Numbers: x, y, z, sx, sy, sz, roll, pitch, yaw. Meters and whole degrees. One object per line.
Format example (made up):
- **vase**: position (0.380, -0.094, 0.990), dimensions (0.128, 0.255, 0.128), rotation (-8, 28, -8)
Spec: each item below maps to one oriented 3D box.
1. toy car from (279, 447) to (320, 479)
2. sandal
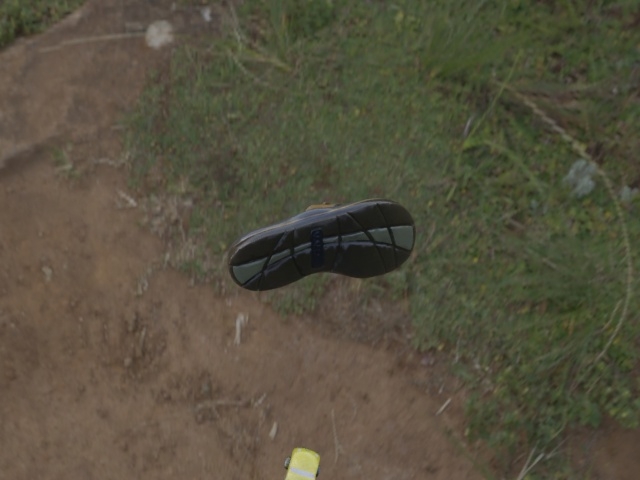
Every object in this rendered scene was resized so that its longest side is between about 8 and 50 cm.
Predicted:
- **toy car**: position (-0.080, 0.491, 1.843), dimensions (0.225, 0.053, 0.239), rotation (-16, 86, -4)
- **sandal**: position (0.000, 0.000, 1.131), dimensions (0.219, 0.090, 0.060), rotation (-13, 31, -23)
